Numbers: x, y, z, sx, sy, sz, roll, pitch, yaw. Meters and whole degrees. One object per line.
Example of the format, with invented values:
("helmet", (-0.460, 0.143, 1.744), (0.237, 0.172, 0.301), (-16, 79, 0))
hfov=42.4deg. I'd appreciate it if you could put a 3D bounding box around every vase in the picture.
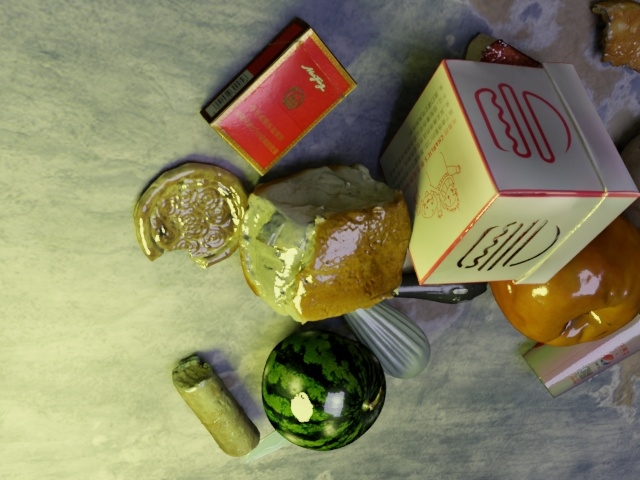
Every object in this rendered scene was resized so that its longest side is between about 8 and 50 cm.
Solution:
("vase", (0.135, 0.198, 1.801), (0.128, 0.128, 0.248), (-44, 120, 2))

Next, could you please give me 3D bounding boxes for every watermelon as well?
("watermelon", (0.003, 0.309, 1.719), (0.269, 0.269, 0.269), (-13, 124, -20))

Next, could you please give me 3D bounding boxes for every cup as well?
("cup", (0.669, 0.262, 2.096), (0.288, 0.203, 0.203), (-37, 129, 4))

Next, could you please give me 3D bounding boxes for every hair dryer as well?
("hair dryer", (0.260, 0.010, 1.797), (0.235, 0.091, 0.272), (-1, 107, -16))

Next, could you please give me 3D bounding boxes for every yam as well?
("yam", (-0.218, 0.347, 1.722), (0.093, 0.093, 0.259), (-32, 129, -7))

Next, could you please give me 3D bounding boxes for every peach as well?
("peach", (0.540, 0.054, 1.811), (0.342, 0.302, 0.343), (-8, 142, -7))

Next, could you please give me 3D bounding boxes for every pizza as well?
("pizza", (0.654, -0.425, 1.728), (0.271, 0.056, 0.134), (5, 114, -32))

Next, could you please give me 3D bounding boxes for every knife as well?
("knife", (-0.056, 0.447, 1.912), (0.260, 0.034, 0.063), (-18, 122, -13))

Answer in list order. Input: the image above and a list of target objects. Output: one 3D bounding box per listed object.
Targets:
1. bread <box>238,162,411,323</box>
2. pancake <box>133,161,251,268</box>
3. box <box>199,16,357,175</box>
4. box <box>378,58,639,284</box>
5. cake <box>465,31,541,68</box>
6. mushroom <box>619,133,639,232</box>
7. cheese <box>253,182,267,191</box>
("bread", (0.000, 0.000, 1.526), (0.279, 0.225, 0.250), (-18, 127, -28))
("pancake", (-0.228, -0.042, 1.513), (0.235, 0.029, 0.212), (5, 115, -32))
("box", (-0.072, -0.249, 1.444), (0.240, 0.074, 0.153), (-43, 125, 3))
("box", (0.326, -0.119, 1.522), (0.300, 0.312, 0.314), (-1, 148, -24))
("cake", (0.379, -0.353, 1.605), (0.220, 0.086, 0.117), (-15, 127, -18))
("mushroom", (0.820, -0.122, 1.907), (0.290, 0.292, 0.293), (-15, 131, -56))
("cheese", (-0.105, -0.072, 1.558), (0.044, 0.030, 0.083), (-16, 130, -19))
